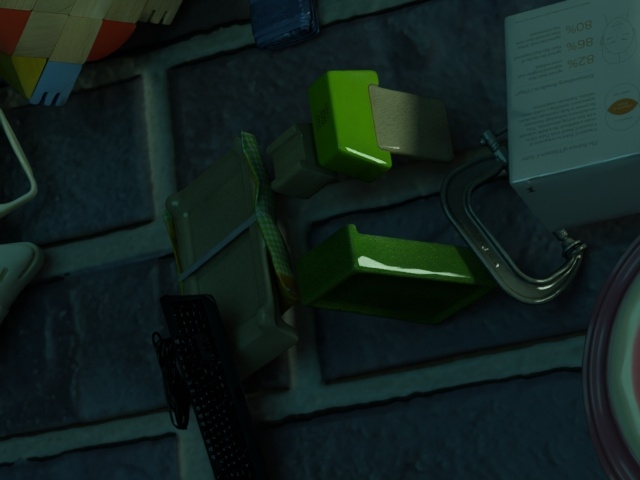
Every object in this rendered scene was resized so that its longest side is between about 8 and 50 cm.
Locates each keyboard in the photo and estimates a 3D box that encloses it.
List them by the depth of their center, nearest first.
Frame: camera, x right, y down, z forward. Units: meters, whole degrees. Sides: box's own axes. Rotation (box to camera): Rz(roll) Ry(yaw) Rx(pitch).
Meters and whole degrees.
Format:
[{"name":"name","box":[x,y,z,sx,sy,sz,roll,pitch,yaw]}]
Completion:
[{"name":"keyboard","box":[-0.110,0.143,1.667,0.100,0.038,0.192,-5,104,48]}]

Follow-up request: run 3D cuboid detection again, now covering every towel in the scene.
[{"name":"towel","box":[-0.040,-0.243,1.765,0.067,0.029,0.119,-17,73,23]}]

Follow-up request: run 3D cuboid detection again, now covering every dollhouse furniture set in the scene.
[{"name":"dollhouse furniture set","box":[0.000,0.000,1.674,0.301,0.151,0.198,-36,55,48]}]

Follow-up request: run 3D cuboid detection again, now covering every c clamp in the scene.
[{"name":"c clamp","box":[0.173,-0.026,1.580,0.161,0.137,0.022,59,147,11]}]

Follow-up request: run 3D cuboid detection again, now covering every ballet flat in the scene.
[{"name":"ballet flat","box":[-0.341,-0.023,1.834,0.124,0.116,0.342,-7,80,1]}]

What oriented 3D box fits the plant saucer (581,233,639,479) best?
[{"name":"plant saucer","box":[0.358,0.103,1.458,0.332,0.084,0.332,-6,77,27]}]

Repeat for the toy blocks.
[{"name":"toy blocks","box":[-0.257,-0.247,1.718,0.191,0.381,0.261,41,114,29]}]

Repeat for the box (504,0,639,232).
[{"name":"box","box":[0.230,-0.111,1.540,0.130,0.091,0.170,-12,58,24]}]
